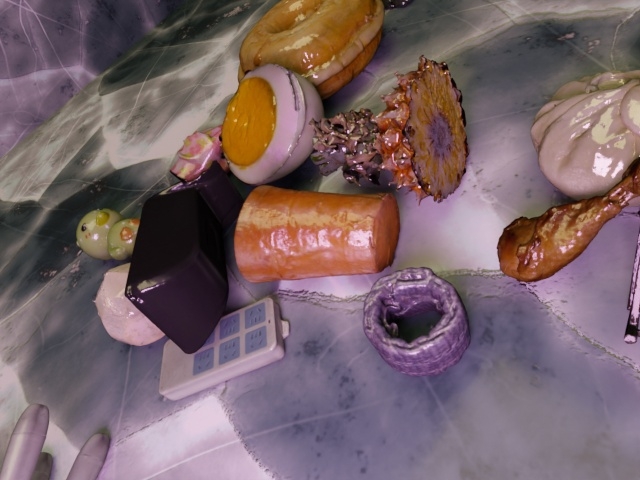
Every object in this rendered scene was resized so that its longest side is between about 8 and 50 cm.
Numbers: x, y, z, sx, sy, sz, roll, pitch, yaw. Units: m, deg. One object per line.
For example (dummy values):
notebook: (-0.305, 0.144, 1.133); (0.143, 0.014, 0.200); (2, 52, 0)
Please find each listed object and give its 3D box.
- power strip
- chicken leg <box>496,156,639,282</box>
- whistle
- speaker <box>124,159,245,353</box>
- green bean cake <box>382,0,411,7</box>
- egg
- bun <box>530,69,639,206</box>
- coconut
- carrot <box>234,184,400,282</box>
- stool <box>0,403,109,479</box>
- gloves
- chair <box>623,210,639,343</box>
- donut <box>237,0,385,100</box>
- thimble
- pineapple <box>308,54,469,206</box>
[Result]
power strip: (-0.183, 0.200, 0.833); (0.270, 0.046, 0.118); (-24, 46, 12)
chicken leg: (0.354, -0.027, 0.616); (0.251, 0.087, 0.107); (-42, 16, 35)
whistle: (-0.495, -0.020, 1.136); (0.293, 0.141, 0.141); (-4, 53, 27)
speaker: (-0.243, 0.008, 0.904); (0.184, 0.180, 0.388); (-29, 35, 4)
green bean cake: (0.213, -0.839, 1.406); (0.241, 0.132, 0.255); (16, 64, 43)
egg: (-0.100, -0.259, 1.084); (0.286, 0.174, 0.264); (-52, 58, 24)
bun: (0.446, -0.166, 0.676); (0.259, 0.160, 0.259); (-20, 41, 18)
coconut: (-0.376, 0.121, 0.932); (0.161, 0.161, 0.162); (-44, 53, -8)
carrot: (0.000, 0.000, 0.815); (0.254, 0.196, 0.196); (5, 57, 22)
stool: (-0.487, 0.405, 0.736); (0.195, 0.195, 0.199); (-21, 45, 14)
gloves: (-0.284, -0.247, 1.214); (0.145, 0.126, 0.241); (25, 77, 47)
chair: (0.455, 0.034, 0.538); (0.154, 0.142, 0.260); (10, 16, 36)
donut: (-0.033, -0.544, 1.253); (0.448, 0.198, 0.449); (-16, 47, 18)
thimble: (0.140, 0.120, 0.670); (0.150, 0.098, 0.150); (-16, 49, 19)
pineapple: (0.103, -0.189, 0.850); (0.271, 0.262, 0.263); (0, 54, 38)
